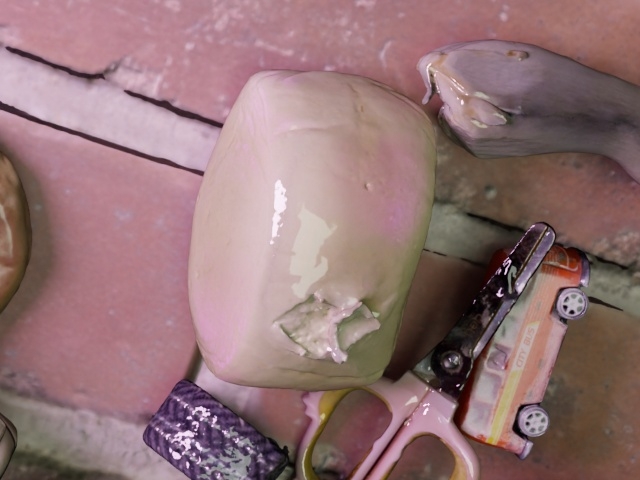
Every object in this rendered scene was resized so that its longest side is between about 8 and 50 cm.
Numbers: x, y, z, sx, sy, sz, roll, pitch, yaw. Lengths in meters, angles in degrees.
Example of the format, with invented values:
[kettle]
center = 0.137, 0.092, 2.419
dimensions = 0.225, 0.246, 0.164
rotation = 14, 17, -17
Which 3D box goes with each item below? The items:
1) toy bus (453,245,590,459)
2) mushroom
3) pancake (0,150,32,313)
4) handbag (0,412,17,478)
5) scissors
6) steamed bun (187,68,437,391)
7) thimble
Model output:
[toy bus]
center = 0.157, 0.083, 1.182
dimensions = 0.077, 0.079, 0.174
rotation = 15, 100, -10
[mushroom]
center = 0.198, -0.093, 1.136
dimensions = 0.278, 0.099, 0.096
rotation = 12, 106, -23
[pancake]
center = -0.322, -0.010, 1.024
dimensions = 0.222, 0.042, 0.236
rotation = -30, 110, -3
[handbag]
center = -0.384, 0.108, 1.012
dimensions = 0.241, 0.109, 0.315
rotation = -43, 103, 12
[scissors]
center = 0.087, 0.115, 1.148
dimensions = 0.160, 0.024, 0.317
rotation = 35, 104, 7
[steamed bun]
center = 0.000, 0.000, 1.067
dimensions = 0.170, 0.152, 0.238
rotation = 8, 105, -20
[thimble]
center = -0.080, 0.159, 1.122
dimensions = 0.104, 0.095, 0.066
rotation = 35, 82, 13
